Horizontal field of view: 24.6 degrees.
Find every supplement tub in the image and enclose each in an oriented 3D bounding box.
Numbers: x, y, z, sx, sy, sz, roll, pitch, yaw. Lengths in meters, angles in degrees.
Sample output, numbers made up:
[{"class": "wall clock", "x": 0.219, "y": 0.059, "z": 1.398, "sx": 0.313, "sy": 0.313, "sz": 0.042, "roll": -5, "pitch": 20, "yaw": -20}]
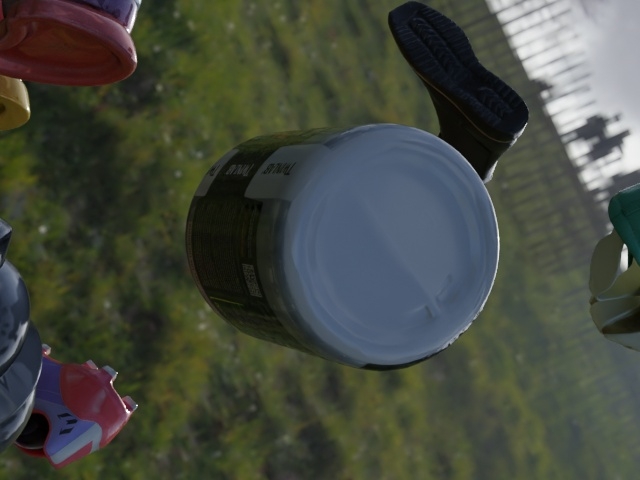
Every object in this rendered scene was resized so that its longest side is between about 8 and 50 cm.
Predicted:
[{"class": "supplement tub", "x": 0.000, "y": 0.000, "z": 1.249, "sx": 0.194, "sy": 0.193, "sz": 0.316, "roll": 66, "pitch": -19, "yaw": -11}]

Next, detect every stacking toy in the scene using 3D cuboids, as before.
[{"class": "stacking toy", "x": -0.327, "y": -0.221, "z": 1.322, "sx": 0.279, "sy": 0.309, "sz": 0.130, "roll": 19, "pitch": 67, "yaw": -43}]

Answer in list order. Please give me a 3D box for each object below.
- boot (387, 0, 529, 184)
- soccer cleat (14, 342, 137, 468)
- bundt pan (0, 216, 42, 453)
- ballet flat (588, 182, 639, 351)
[{"class": "boot", "x": 0.134, "y": -0.156, "z": 1.625, "sx": 0.198, "sy": 0.077, "sz": 0.137, "roll": 53, "pitch": -24, "yaw": 17}, {"class": "soccer cleat", "x": -0.258, "y": 0.145, "z": 1.300, "sx": 0.248, "sy": 0.095, "sz": 0.083, "roll": 4, "pitch": -52, "yaw": 52}, {"class": "bundt pan", "x": -0.276, "y": 0.008, "z": 0.927, "sx": 0.331, "sy": 0.124, "sz": 0.331, "roll": 48, "pitch": -30, "yaw": 40}, {"class": "ballet flat", "x": 0.249, "y": 0.033, "z": 1.137, "sx": 0.247, "sy": 0.087, "sz": 0.083, "roll": 73, "pitch": 3, "yaw": -54}]
